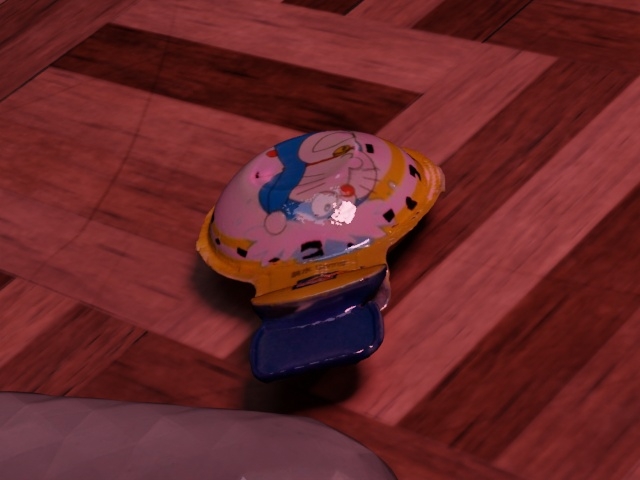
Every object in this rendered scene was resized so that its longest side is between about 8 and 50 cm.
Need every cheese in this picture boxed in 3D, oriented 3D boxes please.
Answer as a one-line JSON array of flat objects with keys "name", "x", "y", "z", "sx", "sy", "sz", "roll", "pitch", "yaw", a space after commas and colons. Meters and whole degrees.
[{"name": "cheese", "x": 0.000, "y": 0.000, "z": 1.069, "sx": 0.156, "sy": 0.064, "sz": 0.250, "roll": -15, "pitch": 31, "yaw": 8}]

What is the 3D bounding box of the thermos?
[{"name": "thermos", "x": -0.034, "y": 0.146, "z": 0.828, "sx": 0.286, "sy": 0.145, "sz": 0.182, "roll": 2, "pitch": 5, "yaw": 24}]
